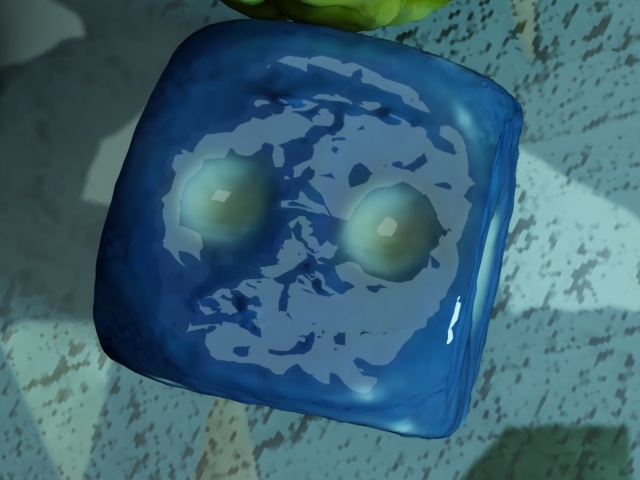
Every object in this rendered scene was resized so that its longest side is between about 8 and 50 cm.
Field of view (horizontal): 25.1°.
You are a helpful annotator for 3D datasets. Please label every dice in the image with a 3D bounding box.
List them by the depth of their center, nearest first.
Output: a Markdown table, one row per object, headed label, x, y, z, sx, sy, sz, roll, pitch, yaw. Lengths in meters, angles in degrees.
| label | x | y | z | sx | sy | sz | roll | pitch | yaw |
| --- | --- | --- | --- | --- | --- | --- | --- | --- | --- |
| dice | 0.000 | 0.000 | 0.571 | 0.146 | 0.146 | 0.143 | 15 | 83 | 8 |

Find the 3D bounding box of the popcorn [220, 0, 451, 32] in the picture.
| label | x | y | z | sx | sy | sz | roll | pitch | yaw |
| --- | --- | --- | --- | --- | --- | --- | --- | --- | --- |
| popcorn | 0.003 | -0.209 | 0.567 | 0.237 | 0.206 | 0.251 | -11 | 44 | 0 |
